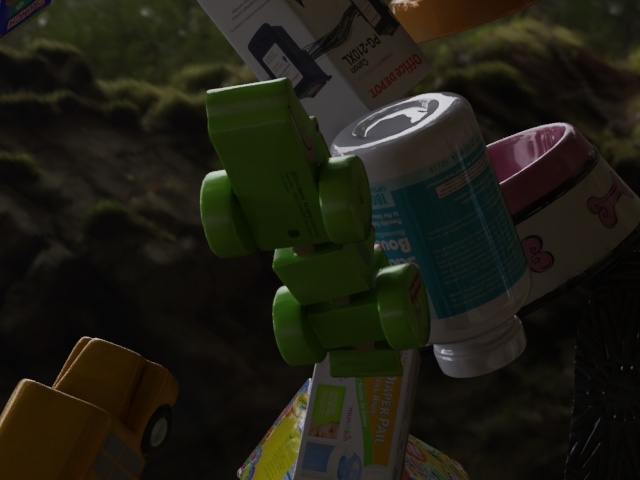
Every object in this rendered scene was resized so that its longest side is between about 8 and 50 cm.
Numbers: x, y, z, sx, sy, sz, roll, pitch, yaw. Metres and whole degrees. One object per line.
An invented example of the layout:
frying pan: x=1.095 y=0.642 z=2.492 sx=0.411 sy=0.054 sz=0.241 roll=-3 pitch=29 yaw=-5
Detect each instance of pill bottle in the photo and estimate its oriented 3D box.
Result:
pill bottle: x=0.117 y=-0.001 z=1.644 sx=0.146 sy=0.146 sz=0.264 roll=-36 pitch=-67 yaw=-36

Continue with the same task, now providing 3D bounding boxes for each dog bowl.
dog bowl: x=0.203 y=-0.010 z=2.153 sx=0.408 sy=0.408 sz=0.150 roll=-35 pitch=-79 yaw=-36

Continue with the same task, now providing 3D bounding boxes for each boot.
boot: x=0.450 y=0.156 z=2.300 sx=0.445 sy=0.146 sz=0.367 roll=-19 pitch=-54 yaw=-68

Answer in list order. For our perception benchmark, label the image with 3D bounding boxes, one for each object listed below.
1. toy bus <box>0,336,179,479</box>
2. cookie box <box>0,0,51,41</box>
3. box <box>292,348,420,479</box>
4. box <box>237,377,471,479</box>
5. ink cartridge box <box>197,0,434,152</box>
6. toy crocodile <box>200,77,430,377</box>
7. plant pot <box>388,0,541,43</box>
toy bus: x=-0.252 y=0.241 z=1.500 sx=0.332 sy=0.108 sz=0.130 roll=-64 pitch=-24 yaw=-16
cookie box: x=-0.309 y=-0.261 z=1.713 sx=0.092 sy=0.040 sz=0.107 roll=-45 pitch=-10 yaw=-37
box: x=0.045 y=0.203 z=1.947 sx=0.103 sy=0.114 sz=0.203 roll=75 pitch=-156 yaw=-65
box: x=0.072 y=0.370 z=2.202 sx=0.279 sy=0.290 sz=0.177 roll=32 pitch=-78 yaw=-23
ink cartridge box: x=-0.004 y=-0.232 z=1.877 sx=0.100 sy=0.237 sz=0.172 roll=-35 pitch=5 yaw=37
toy crocodile: x=0.000 y=0.000 z=1.274 sx=0.340 sy=0.115 sz=0.105 roll=61 pitch=-155 yaw=-43
plant pot: x=0.167 y=-0.365 z=2.107 sx=0.205 sy=0.205 sz=0.187 roll=-29 pitch=-77 yaw=-43
